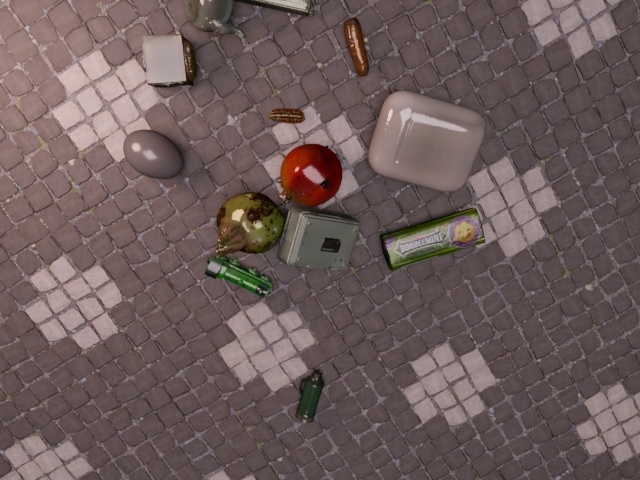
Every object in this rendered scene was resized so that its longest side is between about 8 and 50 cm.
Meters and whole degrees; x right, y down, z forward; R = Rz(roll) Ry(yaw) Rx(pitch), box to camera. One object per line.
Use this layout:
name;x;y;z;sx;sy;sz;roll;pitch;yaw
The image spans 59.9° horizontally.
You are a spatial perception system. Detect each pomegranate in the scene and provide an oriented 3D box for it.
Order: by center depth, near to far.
pomegranate;-0.252;-0.055;1.809;0.221;0.276;0.204;-18;82;37
pomegranate;-0.040;-0.209;1.814;0.235;0.210;0.210;-29;103;24

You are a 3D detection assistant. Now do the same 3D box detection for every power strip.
power strip;-0.149;-0.759;1.743;0.272;0.078;0.052;10;102;-4

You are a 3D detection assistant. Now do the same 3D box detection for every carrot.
carrot;0.118;-0.623;1.795;0.060;0.060;0.186;-15;104;1

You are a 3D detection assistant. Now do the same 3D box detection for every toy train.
toy train;-0.280;0.127;1.922;0.251;0.119;0.085;26;100;-7

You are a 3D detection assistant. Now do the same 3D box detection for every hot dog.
hot dog;-0.111;-0.414;1.846;0.122;0.037;0.049;-1;100;-4

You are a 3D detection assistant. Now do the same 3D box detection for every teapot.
teapot;-0.339;-0.739;1.692;0.129;0.193;0.295;-17;77;-32

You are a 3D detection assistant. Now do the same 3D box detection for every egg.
egg;-0.542;-0.277;1.802;0.198;0.146;0.146;34;99;-16

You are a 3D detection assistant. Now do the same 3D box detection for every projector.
projector;0.000;0.000;1.855;0.256;0.099;0.192;7;106;-38

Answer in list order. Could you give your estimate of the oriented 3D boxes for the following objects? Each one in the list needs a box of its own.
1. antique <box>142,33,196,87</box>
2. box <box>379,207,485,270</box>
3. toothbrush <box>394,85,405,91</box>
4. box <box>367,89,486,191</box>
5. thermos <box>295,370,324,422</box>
antique;-0.469;-0.559;1.743;0.147;0.147;0.152;-5;102;-4
box;0.385;-0.003;1.929;0.345;0.097;0.134;-16;101;2
toothbrush;0.391;-0.395;1.875;0.375;0.037;0.028;39;102;-13
box;0.345;-0.320;1.817;0.348;0.141;0.289;14;116;-5
thermos;-0.035;0.572;2.063;0.073;0.083;0.188;12;102;-27
